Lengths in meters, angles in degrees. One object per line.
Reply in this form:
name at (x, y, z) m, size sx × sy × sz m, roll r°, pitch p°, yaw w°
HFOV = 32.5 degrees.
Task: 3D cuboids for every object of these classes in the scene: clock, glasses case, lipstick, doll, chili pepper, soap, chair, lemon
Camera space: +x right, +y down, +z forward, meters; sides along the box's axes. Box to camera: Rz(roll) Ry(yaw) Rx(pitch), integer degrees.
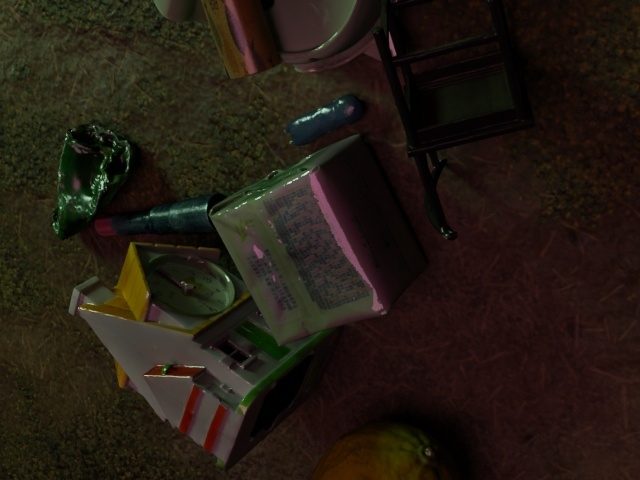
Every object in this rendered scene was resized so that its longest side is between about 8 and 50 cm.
clock at (-0.028, -0.323, 1.240) m, size 0.324 × 0.108 × 0.265 m, roll 30°, pitch 122°, yaw 17°
glasses case at (-0.104, -0.267, 1.220) m, size 0.065 × 0.041 × 0.170 m, roll -7°, pitch 109°, yaw 35°
lipstick at (-0.229, -0.029, 1.527) m, size 0.234 × 0.053 × 0.053 m, roll -4°, pitch 108°, yaw 34°
doll at (0.003, -0.147, 1.350) m, size 0.125 × 0.027 × 0.037 m, roll -19°, pitch 99°, yaw 39°
chili pepper at (-0.339, -0.079, 1.568) m, size 0.108 × 0.062 × 0.216 m, roll 50°, pitch 127°, yaw 11°
soap at (0.000, 0.000, 1.344) m, size 0.182 × 0.138 × 0.199 m, roll -22°, pitch 99°, yaw 37°
clock at (-0.165, 0.117, 1.436) m, size 0.309 × 0.235 × 0.166 m, roll 32°, pitch 124°, yaw 17°
chair at (0.147, -0.151, 1.160) m, size 0.141 × 0.154 × 0.260 m, roll -13°, pitch 125°, yaw 13°
lemon at (0.083, 0.329, 1.404) m, size 0.192 × 0.192 × 0.231 m, roll 44°, pitch 124°, yaw 8°
